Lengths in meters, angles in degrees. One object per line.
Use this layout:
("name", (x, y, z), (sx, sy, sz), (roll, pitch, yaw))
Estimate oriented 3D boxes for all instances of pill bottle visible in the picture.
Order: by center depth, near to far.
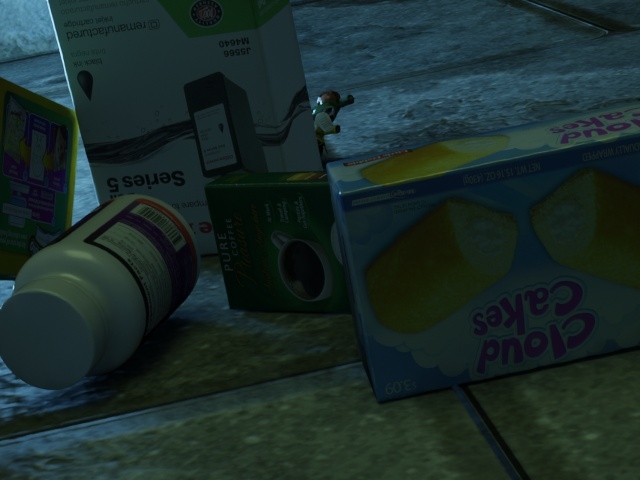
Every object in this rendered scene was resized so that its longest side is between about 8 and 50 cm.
("pill bottle", (-0.174, 0.041, 1.134), (0.108, 0.108, 0.193), (-5, 17, 18))

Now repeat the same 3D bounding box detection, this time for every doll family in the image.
("doll family", (-0.050, -0.113, 1.632), (0.193, 0.076, 0.111), (-10, 21, 13))

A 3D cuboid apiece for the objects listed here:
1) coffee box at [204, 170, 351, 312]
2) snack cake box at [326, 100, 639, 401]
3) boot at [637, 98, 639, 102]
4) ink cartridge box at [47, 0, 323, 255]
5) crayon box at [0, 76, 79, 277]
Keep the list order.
("coffee box", (0.000, 0.000, 1.158), (0.184, 0.113, 0.040), (-2, 20, 32))
("snack cake box", (0.147, 0.002, 0.993), (0.264, 0.152, 0.089), (-12, 17, -3))
("boot", (0.463, -0.180, 1.168), (0.367, 0.146, 0.445), (-17, 20, 44))
("ink cartridge box", (-0.119, -0.127, 1.372), (0.198, 0.273, 0.115), (-6, 20, 16))
("crayon box", (-0.293, -0.051, 1.241), (0.081, 0.165, 0.278), (3, -4, 11))
